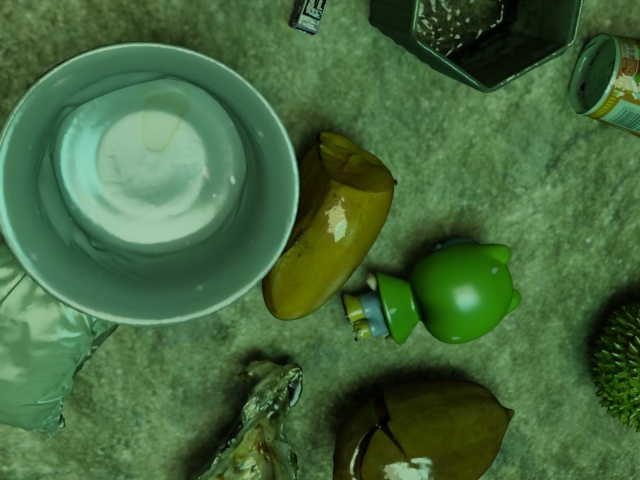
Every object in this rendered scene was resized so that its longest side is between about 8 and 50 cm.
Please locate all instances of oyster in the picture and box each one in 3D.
[{"bbox_3d":[-0.121,0.341,1.101,0.197,0.133,0.337,8,109,-15],"label":"oyster"}]

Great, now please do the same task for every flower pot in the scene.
[{"bbox_3d":[0.186,-0.313,0.858,0.239,0.190,0.209,-30,116,-1],"label":"flower pot"}]

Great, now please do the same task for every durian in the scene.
[{"bbox_3d":[0.582,0.218,1.181,0.291,0.224,0.291,1,88,-41],"label":"durian"}]

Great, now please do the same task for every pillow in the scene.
[{"bbox_3d":[-0.430,0.109,0.918,0.309,0.138,0.283,26,104,-19],"label":"pillow"}]

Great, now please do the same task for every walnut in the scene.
[{"bbox_3d":[0.177,0.324,1.136,0.336,0.209,0.209,-13,116,-22],"label":"walnut"}]

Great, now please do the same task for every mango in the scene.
[{"bbox_3d":[0.000,0.000,0.959,0.138,0.187,0.257,22,125,-8],"label":"mango"}]

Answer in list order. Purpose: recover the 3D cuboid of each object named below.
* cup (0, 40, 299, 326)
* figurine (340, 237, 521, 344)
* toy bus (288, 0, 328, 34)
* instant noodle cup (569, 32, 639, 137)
[{"bbox_3d":[-0.209,-0.082,0.875,0.347,0.163,0.347,-5,114,-11],"label":"cup"},{"bbox_3d":[0.168,0.088,1.064,0.263,0.143,0.162,-17,111,6],"label":"figurine"},{"bbox_3d":[-0.001,-0.326,0.881,0.036,0.052,0.131,14,109,-21],"label":"toy bus"},{"bbox_3d":[0.467,-0.217,0.999,0.184,0.168,0.169,12,110,-10],"label":"instant noodle cup"}]
